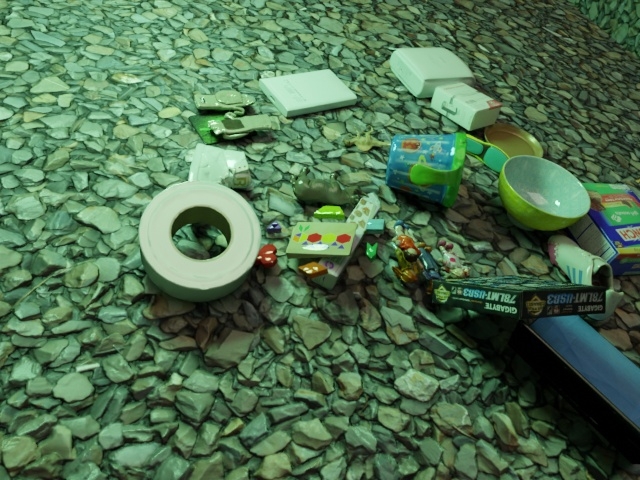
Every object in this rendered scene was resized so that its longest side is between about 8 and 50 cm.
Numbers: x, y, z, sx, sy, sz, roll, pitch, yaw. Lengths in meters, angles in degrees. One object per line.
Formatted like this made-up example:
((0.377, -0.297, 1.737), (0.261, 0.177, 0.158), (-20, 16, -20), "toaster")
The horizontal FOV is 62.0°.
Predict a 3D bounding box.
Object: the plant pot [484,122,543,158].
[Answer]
((0.736, -0.367, 2.042), (0.236, 0.032, 0.236), (9, 46, -10), "plant pot")

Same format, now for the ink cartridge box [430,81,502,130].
((0.565, -0.527, 2.077), (0.159, 0.092, 0.218), (-20, 49, -31), "ink cartridge box")

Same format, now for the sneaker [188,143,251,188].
((-0.278, -0.168, 1.492), (0.169, 0.108, 0.292), (6, 46, -8), "sneaker")

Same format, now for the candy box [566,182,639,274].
((0.961, -0.043, 1.747), (0.268, 0.122, 0.317), (-1, 50, -19), "candy box")

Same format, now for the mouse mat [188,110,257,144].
((-0.319, -0.375, 1.742), (0.190, 0.007, 0.152), (-17, 55, -31), "mouse mat")

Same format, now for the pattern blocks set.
((0.000, 0.000, 1.402), (0.325, 0.026, 0.285), (7, 40, 21), "pattern blocks set")

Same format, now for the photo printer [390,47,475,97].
((0.480, -0.706, 2.225), (0.308, 0.107, 0.256), (-10, 52, -25), "photo printer")

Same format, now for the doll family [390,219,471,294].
((0.282, 0.069, 1.461), (0.263, 0.118, 0.163), (20, 36, -24), "doll family")

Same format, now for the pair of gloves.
((-0.290, -0.415, 1.756), (0.204, 0.042, 0.240), (-16, 52, -25), "pair of gloves")

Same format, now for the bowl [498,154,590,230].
((0.689, -0.123, 1.713), (0.290, 0.156, 0.289), (9, 46, -9), "bowl")

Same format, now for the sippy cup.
((0.324, -0.236, 1.675), (0.224, 0.305, 0.240), (10, 74, 8), "sippy cup")

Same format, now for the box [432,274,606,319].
((0.484, 0.135, 1.320), (0.296, 0.293, 0.073), (0, 90, -29), "box")

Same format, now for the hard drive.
((-0.045, -0.548, 1.963), (0.308, 0.040, 0.203), (-19, 56, -31), "hard drive")

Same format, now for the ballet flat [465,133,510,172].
((0.603, -0.323, 1.936), (0.231, 0.077, 0.077), (35, 31, 18), "ballet flat")

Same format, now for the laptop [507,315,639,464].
((0.678, 0.300, 1.272), (0.236, 0.408, 0.382), (-42, 65, -4), "laptop")

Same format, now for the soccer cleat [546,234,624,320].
((0.781, 0.078, 1.558), (0.116, 0.143, 0.331), (5, 44, -12), "soccer cleat")

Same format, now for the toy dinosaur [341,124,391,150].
((0.160, -0.348, 1.846), (0.183, 0.053, 0.092), (2, 63, -6), "toy dinosaur")

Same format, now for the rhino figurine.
((0.028, -0.148, 1.593), (0.243, 0.073, 0.106), (10, 42, -10), "rhino figurine")

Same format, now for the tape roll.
((-0.289, -0.001, 1.283), (0.286, 0.100, 0.286), (6, 65, -13), "tape roll")

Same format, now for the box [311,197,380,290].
((0.075, 0.003, 1.472), (0.063, 0.067, 0.324), (27, 45, 9), "box")
